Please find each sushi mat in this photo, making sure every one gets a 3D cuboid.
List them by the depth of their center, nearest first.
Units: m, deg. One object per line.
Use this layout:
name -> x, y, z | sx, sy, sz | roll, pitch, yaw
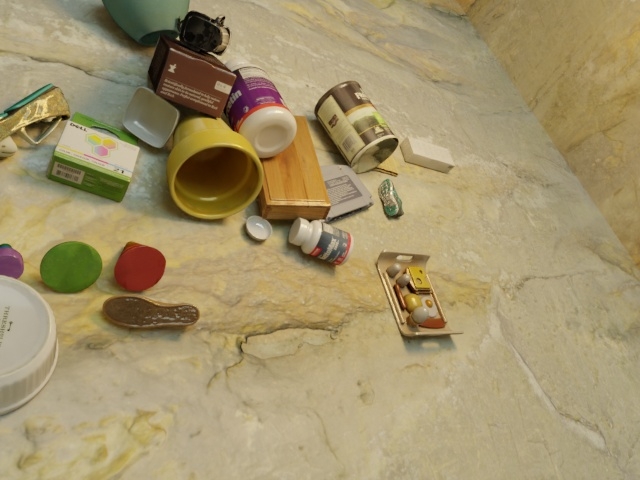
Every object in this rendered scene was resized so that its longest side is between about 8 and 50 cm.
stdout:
sushi mat -> 0.221, -0.395, 2.228 | 0.151, 0.019, 0.316 | 11, 51, -29

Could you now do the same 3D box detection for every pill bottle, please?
pill bottle -> 0.000, 0.000, 1.683 | 0.180, 0.108, 0.108 | 21, 47, -21
pill bottle -> -0.209, -0.417, 1.709 | 0.181, 0.181, 0.323 | 0, 47, -37

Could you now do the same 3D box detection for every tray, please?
tray -> -0.112, -0.246, 1.768 | 0.203, 0.076, 0.411 | 0, 51, -20

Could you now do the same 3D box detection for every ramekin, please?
ramekin -> -0.634, 0.186, 1.046 | 0.273, 0.127, 0.273 | 20, 47, -23

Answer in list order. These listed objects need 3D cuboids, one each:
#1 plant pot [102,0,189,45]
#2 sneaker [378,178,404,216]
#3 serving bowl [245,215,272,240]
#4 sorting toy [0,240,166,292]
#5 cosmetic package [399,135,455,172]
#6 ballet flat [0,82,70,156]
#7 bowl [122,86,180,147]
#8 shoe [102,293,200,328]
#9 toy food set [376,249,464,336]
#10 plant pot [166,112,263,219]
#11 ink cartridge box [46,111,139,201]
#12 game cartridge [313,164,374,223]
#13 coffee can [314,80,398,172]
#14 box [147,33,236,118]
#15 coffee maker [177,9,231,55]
plant pot -> -0.544, -0.746, 1.779 | 0.290, 0.290, 0.195 | -19, 95, -44
sneaker -> 0.265, -0.152, 2.050 | 0.076, 0.065, 0.166 | 24, 47, -43
serving bowl -> -0.185, -0.032, 1.629 | 0.083, 0.027, 0.083 | 20, 48, -23
sorting toy -> -0.551, 0.035, 1.273 | 0.366, 0.127, 0.126 | 2, 27, -33
cosmetic package -> 0.453, -0.360, 2.344 | 0.239, 0.060, 0.099 | 10, 54, -31
ballet flat -> -0.750, -0.270, 1.348 | 0.123, 0.123, 0.348 | 40, 44, -3
bowl -> -0.469, -0.348, 1.559 | 0.142, 0.142, 0.053 | 34, 25, -5
shoe -> -0.396, 0.169, 1.298 | 0.219, 0.058, 0.076 | 11, 82, -25
toy food set -> 0.328, 0.170, 1.803 | 0.220, 0.092, 0.306 | 4, 55, -34
plant pot -> -0.313, -0.227, 1.552 | 0.254, 0.254, 0.239 | 7, 37, -33
ink cartridge box -> -0.579, -0.250, 1.458 | 0.189, 0.097, 0.255 | 20, 48, -24
game cartridge -> 0.037, -0.164, 1.884 | 0.294, 0.060, 0.196 | -21, 75, -45
coffee can -> 0.131, -0.416, 2.043 | 0.201, 0.201, 0.275 | -16, 67, -43
box -> -0.391, -0.495, 1.646 | 0.191, 0.143, 0.381 | 17, 17, -26
coffee maker -> -0.367, -0.624, 1.675 | 0.171, 0.120, 0.178 | 1, 17, 0
